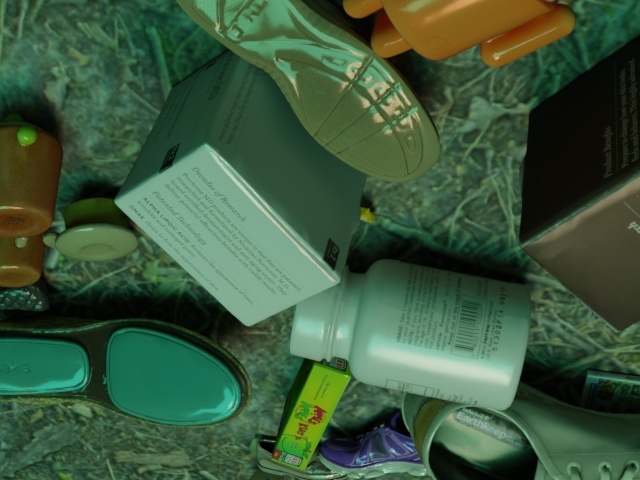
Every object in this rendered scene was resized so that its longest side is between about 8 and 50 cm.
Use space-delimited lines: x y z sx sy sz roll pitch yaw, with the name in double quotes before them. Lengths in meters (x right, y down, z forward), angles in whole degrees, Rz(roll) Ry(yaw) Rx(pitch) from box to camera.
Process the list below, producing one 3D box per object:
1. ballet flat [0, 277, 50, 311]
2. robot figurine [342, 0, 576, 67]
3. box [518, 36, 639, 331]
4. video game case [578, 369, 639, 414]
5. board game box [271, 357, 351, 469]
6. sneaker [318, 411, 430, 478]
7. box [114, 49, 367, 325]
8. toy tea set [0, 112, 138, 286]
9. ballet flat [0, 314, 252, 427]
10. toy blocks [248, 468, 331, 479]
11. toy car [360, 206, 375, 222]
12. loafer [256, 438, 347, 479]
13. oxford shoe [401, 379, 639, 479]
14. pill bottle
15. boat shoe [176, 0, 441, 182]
"ballet flat" -0.392 0.079 1.303 0.173 0.057 0.049 -16 103 24
"robot figurine" 0.126 -0.220 0.867 0.219 0.128 0.158 -22 85 30
"box" 0.342 -0.106 0.871 0.143 0.191 0.381 41 128 -22
"video game case" 0.352 0.183 1.248 0.122 0.011 0.087 7 133 8
"board game box" -0.005 0.168 1.267 0.043 0.092 0.181 18 133 -4
"sneaker" 0.078 0.240 1.344 0.170 0.068 0.071 -8 103 22
"box" -0.063 -0.055 1.022 0.119 0.181 0.182 -27 119 31
"toy tea set" -0.363 -0.030 1.193 0.336 0.124 0.200 -17 155 22
"ballet flat" -0.237 0.139 1.288 0.349 0.123 0.123 3 132 11
"toy blocks" -0.013 0.356 1.463 0.123 0.054 0.148 -11 128 22
"toy car" 0.000 0.000 1.144 0.122 0.060 0.040 -3 162 25
"loafer" -0.022 0.272 1.398 0.125 0.045 0.039 3 129 16
"oxford shoe" 0.298 0.257 1.205 0.449 0.130 0.169 18 112 4
"pill bottle" 0.090 0.089 1.146 0.229 0.131 0.131 11 133 4
"boat shoe" -0.003 -0.167 0.968 0.285 0.092 0.103 38 125 -16
